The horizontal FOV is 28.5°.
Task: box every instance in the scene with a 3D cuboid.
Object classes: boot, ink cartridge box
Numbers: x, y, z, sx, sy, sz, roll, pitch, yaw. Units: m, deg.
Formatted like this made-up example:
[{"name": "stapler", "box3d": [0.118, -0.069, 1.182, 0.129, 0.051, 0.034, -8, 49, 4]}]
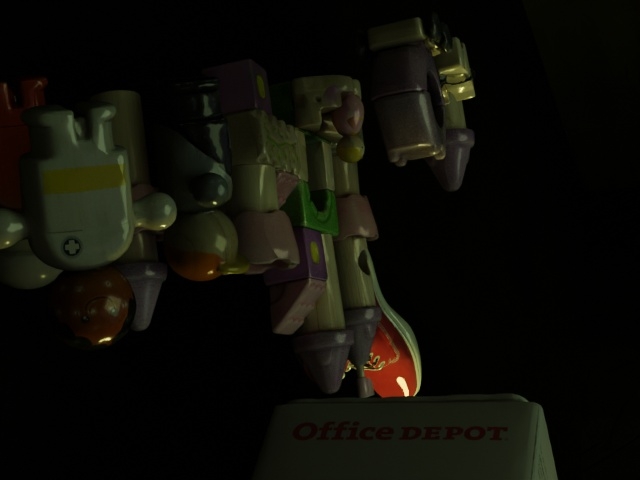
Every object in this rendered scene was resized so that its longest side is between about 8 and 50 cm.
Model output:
[{"name": "boot", "box3d": [0.039, 0.139, 1.457, 0.244, 0.088, 0.176, 62, 31, -32]}, {"name": "ink cartridge box", "box3d": [0.063, 0.347, 1.184, 0.395, 0.285, 0.166, -72, 152, -45]}]

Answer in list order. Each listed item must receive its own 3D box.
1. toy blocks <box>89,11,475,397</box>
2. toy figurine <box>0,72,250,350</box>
[{"name": "toy blocks", "box3d": [0.000, 0.000, 1.047, 0.288, 0.309, 0.260, 16, 65, -68]}, {"name": "toy figurine", "box3d": [-0.164, -0.017, 0.758, 0.213, 0.209, 0.148, -35, 124, -66]}]
